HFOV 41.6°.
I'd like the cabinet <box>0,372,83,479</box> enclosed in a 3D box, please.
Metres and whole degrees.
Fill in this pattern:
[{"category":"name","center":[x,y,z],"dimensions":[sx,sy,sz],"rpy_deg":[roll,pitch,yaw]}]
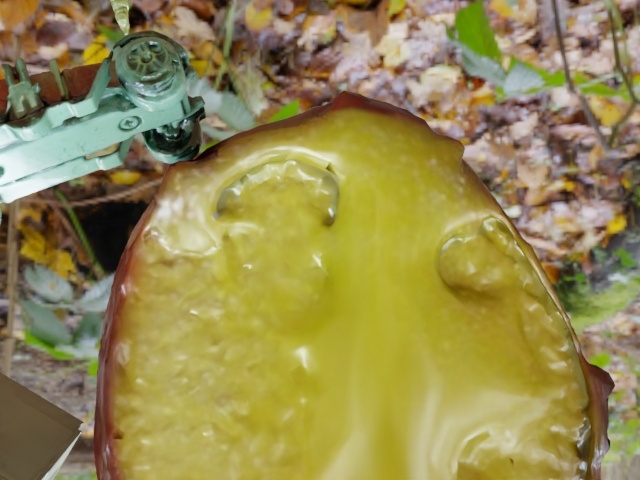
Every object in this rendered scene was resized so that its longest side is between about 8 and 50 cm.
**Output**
[{"category":"cabinet","center":[-0.415,0.291,1.049],"dimensions":[0.150,0.145,0.206],"rpy_deg":[32,-169,-2]}]

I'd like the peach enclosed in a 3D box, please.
[{"category":"peach","center":[0.013,0.093,0.445],"dimensions":[0.280,0.281,0.339],"rpy_deg":[-2,127,3]}]

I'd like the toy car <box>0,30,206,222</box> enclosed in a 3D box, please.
[{"category":"toy car","center":[-0.125,-0.051,0.388],"dimensions":[0.143,0.054,0.073],"rpy_deg":[-22,157,-7]}]

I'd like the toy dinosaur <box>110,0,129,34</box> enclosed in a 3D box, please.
[{"category":"toy dinosaur","center":[-0.285,-0.416,1.193],"dimensions":[0.094,0.259,0.153],"rpy_deg":[-11,-176,21]}]
